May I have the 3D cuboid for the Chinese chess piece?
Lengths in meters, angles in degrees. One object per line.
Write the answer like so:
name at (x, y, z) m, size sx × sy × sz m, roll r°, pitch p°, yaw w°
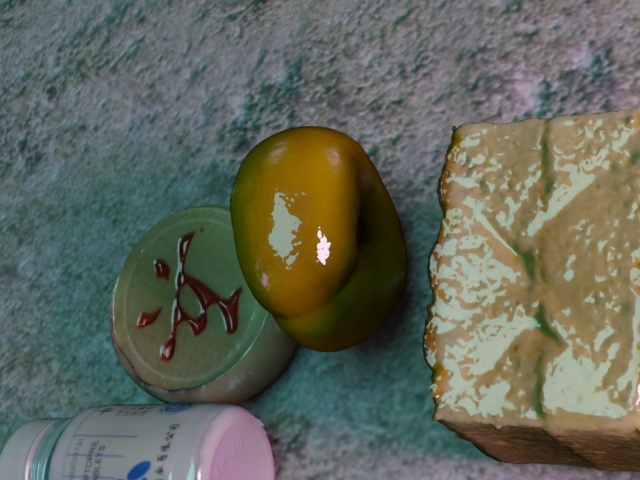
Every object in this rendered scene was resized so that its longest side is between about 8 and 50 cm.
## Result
Chinese chess piece at (-0.136, 0.080, 1.197) m, size 0.249 × 0.103 × 0.250 m, roll -10°, pitch 68°, yaw 25°

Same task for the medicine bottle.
medicine bottle at (-0.211, 0.270, 1.118) m, size 0.292 × 0.170 × 0.170 m, roll -6°, pitch 67°, yaw 27°

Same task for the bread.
bread at (0.233, 0.059, 0.904) m, size 0.207 × 0.279 × 0.279 m, roll 0°, pitch 68°, yaw 26°

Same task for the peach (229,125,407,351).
peach at (0.000, 0.000, 1.061) m, size 0.153 × 0.251 × 0.251 m, roll -14°, pitch 64°, yaw 31°
